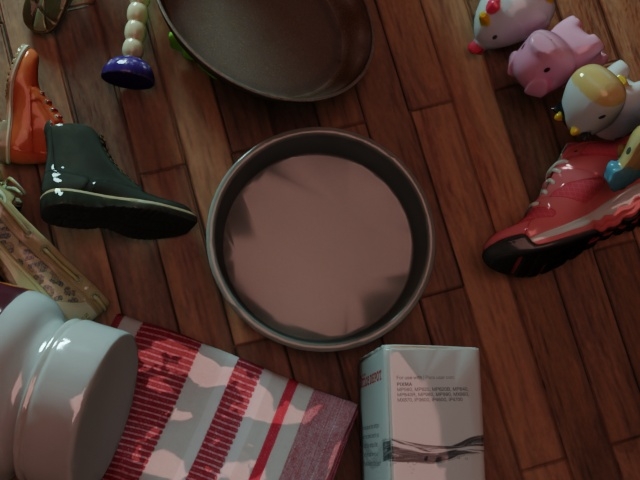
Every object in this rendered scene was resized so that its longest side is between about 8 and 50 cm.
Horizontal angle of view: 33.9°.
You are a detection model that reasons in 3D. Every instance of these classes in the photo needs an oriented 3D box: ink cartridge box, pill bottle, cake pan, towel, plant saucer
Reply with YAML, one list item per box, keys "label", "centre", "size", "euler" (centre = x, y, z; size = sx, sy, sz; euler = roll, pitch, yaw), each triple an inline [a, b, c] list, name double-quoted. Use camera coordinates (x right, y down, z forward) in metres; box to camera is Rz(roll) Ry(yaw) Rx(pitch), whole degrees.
- label: "ink cartridge box"
  centre: [0.115, 0.266, 1.235]
  size: [0.114, 0.197, 0.272]
  euler: [0, 78, -7]
- label: "pill bottle"
  centre: [-0.420, 0.143, 1.166]
  size: [0.392, 0.224, 0.224]
  euler: [14, 77, 7]
- label: "cake pan"
  centre: [0.000, 0.000, 1.354]
  size: [0.293, 0.054, 0.293]
  euler: [1, 78, -6]
- label: "towel"
  centre: [-0.144, 0.243, 1.265]
  size: [0.329, 0.037, 0.237]
  euler: [21, 64, 3]
- label: "plant saucer"
  centre: [-0.076, -0.297, 1.362]
  size: [0.311, 0.050, 0.310]
  euler: [14, 55, -21]

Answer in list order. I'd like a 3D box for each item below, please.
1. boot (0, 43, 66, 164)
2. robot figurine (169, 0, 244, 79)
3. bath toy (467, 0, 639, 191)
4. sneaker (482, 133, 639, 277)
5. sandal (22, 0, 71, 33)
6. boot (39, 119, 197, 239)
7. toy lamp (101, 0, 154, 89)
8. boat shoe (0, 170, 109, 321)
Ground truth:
- label: "boot"
  centre: [-0.367, -0.173, 1.356]
  size: [0.085, 0.059, 0.157]
  euler: [5, 86, -8]
- label: "robot figurine"
  centre: [-0.141, -0.265, 1.390]
  size: [0.115, 0.067, 0.101]
  euler: [13, 74, -4]
- label: "bath toy"
  centre: [0.312, -0.217, 1.360]
  size: [0.129, 0.151, 0.348]
  euler: [-42, 59, 10]
- label: "sneaker"
  centre: [0.332, -0.056, 1.386]
  size: [0.314, 0.116, 0.136]
  euler: [-23, 71, -17]
- label: "sandal"
  centre: [-0.338, -0.356, 1.404]
  size: [0.072, 0.049, 0.180]
  euler: [28, 91, 6]
- label: "boot"
  centre: [-0.253, -0.081, 1.325]
  size: [0.198, 0.077, 0.137]
  euler: [12, 55, -33]
- label: "toy lamp"
  centre: [-0.236, -0.340, 1.394]
  size: [0.080, 0.080, 0.274]
  euler: [8, 80, -4]
- label: "boat shoe"
  centre: [-0.377, -0.005, 1.300]
  size: [0.089, 0.104, 0.285]
  euler: [-37, 95, -20]
